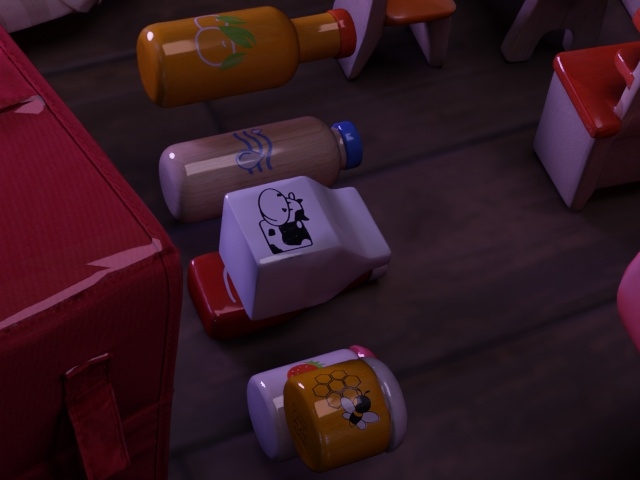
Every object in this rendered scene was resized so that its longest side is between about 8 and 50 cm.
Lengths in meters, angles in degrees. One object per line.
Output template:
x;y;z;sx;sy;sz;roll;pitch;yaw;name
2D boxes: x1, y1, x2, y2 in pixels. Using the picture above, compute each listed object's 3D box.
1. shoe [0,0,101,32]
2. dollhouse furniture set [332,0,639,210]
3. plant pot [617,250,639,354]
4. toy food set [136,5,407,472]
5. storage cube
-0.172;-0.146;0.681;0.219;0.058;0.076;-25;30;-30;shoe
0.144;-0.159;0.691;0.262;0.135;0.259;-10;56;-17;dollhouse furniture set
0.268;0.080;0.399;0.274;0.275;0.243;-11;67;-18;plant pot
0.000;0.000;0.558;0.104;0.111;0.232;-14;54;-20;toy food set
-0.184;0.034;0.454;0.193;0.184;0.215;-27;62;-26;storage cube
